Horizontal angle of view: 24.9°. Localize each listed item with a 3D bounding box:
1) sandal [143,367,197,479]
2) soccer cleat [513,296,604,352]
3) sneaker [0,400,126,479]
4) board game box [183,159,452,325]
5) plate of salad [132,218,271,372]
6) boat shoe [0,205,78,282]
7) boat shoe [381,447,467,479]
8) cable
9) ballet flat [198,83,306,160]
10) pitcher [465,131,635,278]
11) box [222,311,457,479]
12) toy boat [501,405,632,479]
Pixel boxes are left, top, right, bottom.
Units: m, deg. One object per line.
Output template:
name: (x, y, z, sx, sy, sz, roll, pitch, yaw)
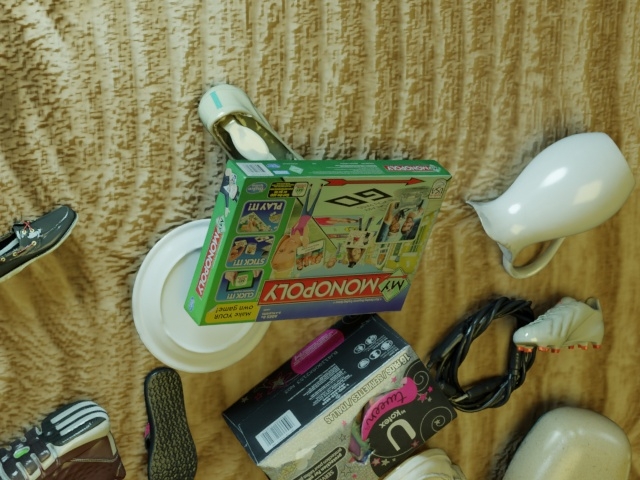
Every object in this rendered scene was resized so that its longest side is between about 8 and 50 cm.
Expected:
sandal: (-0.201, 0.252, 1.892, 0.067, 0.040, 0.179, -7, 98, -26)
soccer cleat: (0.332, 0.117, 2.030, 0.196, 0.068, 0.076, 0, 88, -48)
sneaker: (-0.366, 0.335, 1.813, 0.281, 0.106, 0.162, -29, 121, -12)
board game box: (0.000, 0.000, 1.809, 0.317, 0.046, 0.213, -3, 123, -36)
plate of salad: (-0.147, 0.069, 1.834, 0.200, 0.048, 0.200, -6, 103, -27)
boat shoe: (-0.348, 0.000, 1.719, 0.133, 0.049, 0.042, -34, 127, -3)
boat shoe: (0.161, 0.351, 1.969, 0.098, 0.096, 0.277, -38, 155, 11)
cable: (0.243, 0.161, 2.036, 0.184, 0.047, 0.150, -48, 120, -1)
ballet flat: (-0.061, -0.089, 1.790, 0.086, 0.086, 0.248, -45, 120, -2)
pitcher: (0.321, -0.043, 1.961, 0.207, 0.125, 0.178, -31, 140, 2)
box: (0.026, 0.231, 1.903, 0.247, 0.163, 0.142, -39, 118, -5)
toy boat: (0.397, 0.395, 2.153, 0.318, 0.148, 0.267, 26, 93, -21)
